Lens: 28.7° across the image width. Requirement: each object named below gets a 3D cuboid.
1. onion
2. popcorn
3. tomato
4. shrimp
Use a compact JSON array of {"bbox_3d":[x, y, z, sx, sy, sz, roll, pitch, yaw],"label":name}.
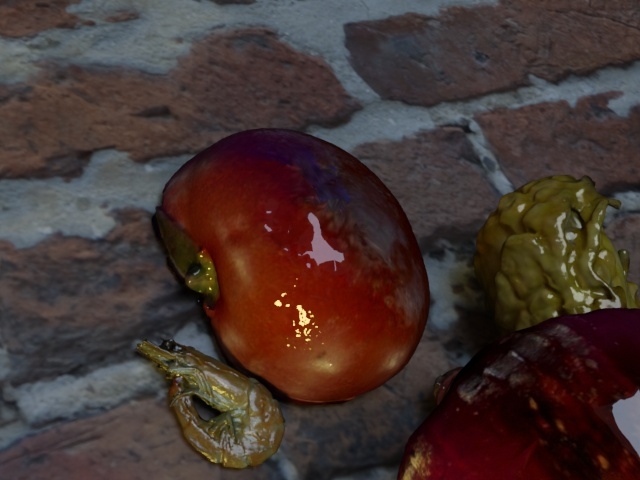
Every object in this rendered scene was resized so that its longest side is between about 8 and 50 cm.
[{"bbox_3d":[0.215,0.224,1.242,0.398,0.398,0.420,-1,27,-31],"label":"onion"},{"bbox_3d":[0.283,0.053,1.466,0.190,0.250,0.250,-13,60,0],"label":"popcorn"},{"bbox_3d":[0.000,-0.006,1.367,0.289,0.176,0.335,-10,62,-38],"label":"tomato"},{"bbox_3d":[-0.117,0.162,1.274,0.180,0.041,0.099,38,62,-2],"label":"shrimp"}]
